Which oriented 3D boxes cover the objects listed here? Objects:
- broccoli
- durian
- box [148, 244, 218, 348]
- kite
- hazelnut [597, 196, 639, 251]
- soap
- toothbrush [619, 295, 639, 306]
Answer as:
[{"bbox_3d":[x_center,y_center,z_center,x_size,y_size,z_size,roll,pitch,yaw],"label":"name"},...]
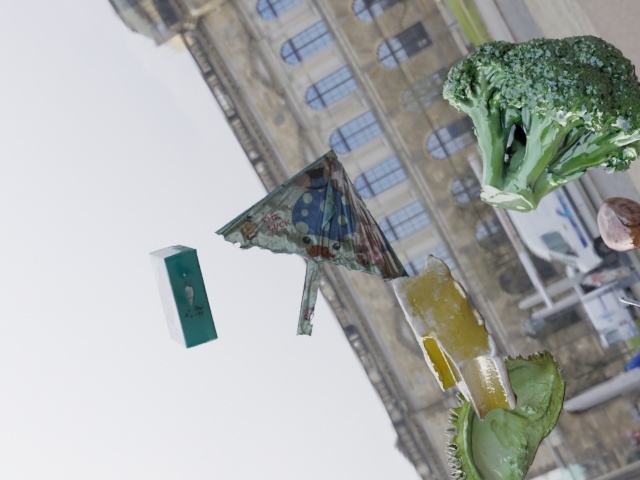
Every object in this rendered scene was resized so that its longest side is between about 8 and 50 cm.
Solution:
[{"bbox_3d":[0.290,-0.152,1.020,0.261,0.242,0.269,23,173,21],"label":"broccoli"},{"bbox_3d":[0.394,0.385,1.747,0.198,0.394,0.163,27,154,36],"label":"durian"},{"bbox_3d":[-0.353,0.141,2.070,0.153,0.092,0.245,7,111,63],"label":"box"},{"bbox_3d":[0.000,0.000,1.526,0.014,0.406,0.369,158,123,-67],"label":"kite"},{"bbox_3d":[0.783,-0.044,2.085,0.143,0.143,0.154,43,-159,-53],"label":"hazelnut"},{"bbox_3d":[0.271,0.200,1.588,0.259,0.143,0.281,58,177,38],"label":"soap"},{"bbox_3d":[0.749,0.152,1.809,0.017,0.162,0.014,110,178,-61],"label":"toothbrush"}]
